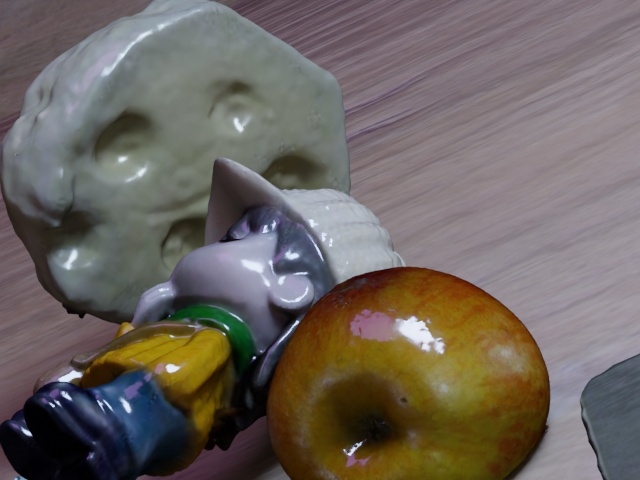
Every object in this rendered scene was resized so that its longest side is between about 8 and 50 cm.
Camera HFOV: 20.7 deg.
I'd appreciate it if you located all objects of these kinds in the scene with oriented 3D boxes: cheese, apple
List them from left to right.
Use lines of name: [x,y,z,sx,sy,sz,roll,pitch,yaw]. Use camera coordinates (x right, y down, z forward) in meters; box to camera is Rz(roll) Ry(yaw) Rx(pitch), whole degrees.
cheese: [-0.116,-0.044,1.510,0.318,0.326,0.115,-23,19,-29]
apple: [0.056,0.098,1.172,0.195,0.160,0.173,-12,2,27]

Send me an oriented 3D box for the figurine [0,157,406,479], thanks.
figurine: [-0.068,0.091,1.295,0.332,0.204,0.185,-54,11,-35]

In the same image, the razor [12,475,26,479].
razor: [-0.288,0.236,1.482,0.211,0.036,0.084,-50,3,-36]

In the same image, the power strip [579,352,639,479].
power strip: [0.274,0.116,0.858,0.257,0.092,0.251,-24,27,11]
